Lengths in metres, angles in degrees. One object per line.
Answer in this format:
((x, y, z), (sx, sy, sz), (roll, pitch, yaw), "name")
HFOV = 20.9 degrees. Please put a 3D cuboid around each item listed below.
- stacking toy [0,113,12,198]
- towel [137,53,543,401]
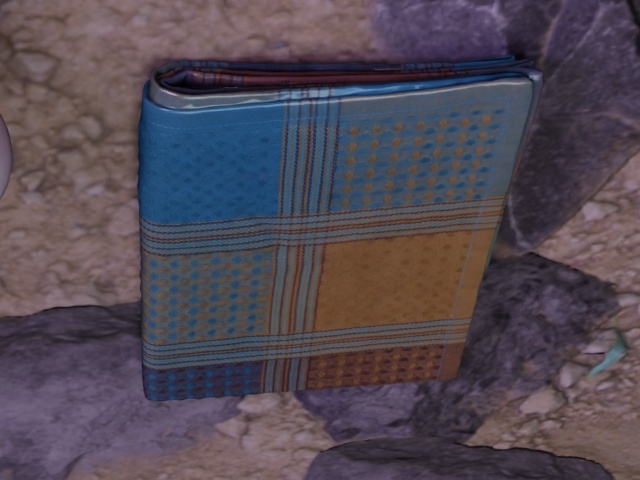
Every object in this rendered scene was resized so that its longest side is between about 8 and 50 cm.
((-0.375, -0.062, 0.906), (0.480, 0.351, 0.350), (2, 144, -46), "stacking toy")
((0.000, 0.000, 1.287), (0.271, 0.040, 0.370), (-3, 143, -8), "towel")
